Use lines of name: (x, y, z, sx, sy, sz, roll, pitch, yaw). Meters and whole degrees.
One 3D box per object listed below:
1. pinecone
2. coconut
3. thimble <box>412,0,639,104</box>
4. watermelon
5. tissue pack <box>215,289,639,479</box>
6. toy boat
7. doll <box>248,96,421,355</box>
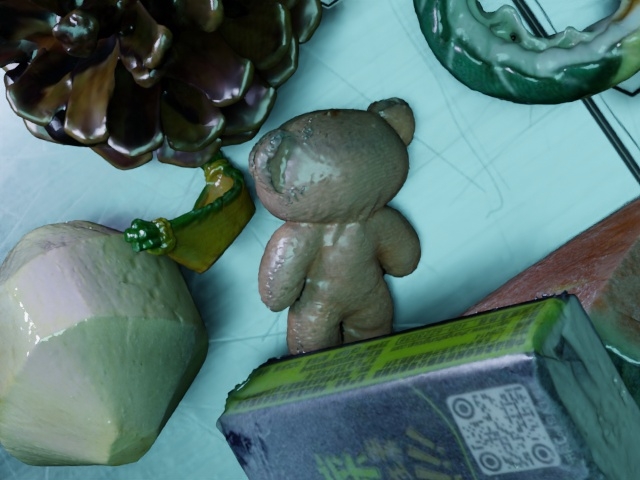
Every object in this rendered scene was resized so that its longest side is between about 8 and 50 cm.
pinecone: (-0.195, -0.232, 1.446, 0.384, 0.384, 0.385, 1, 95, 6)
coconut: (-0.233, 0.116, 1.531, 0.259, 0.259, 0.259, 1, 95, 6)
thimble: (0.232, -0.259, 1.496, 0.288, 0.167, 0.254, 5, 98, 6)
watermelon: (0.249, 0.087, 1.523, 0.250, 0.283, 0.293, 1, 69, -9)
tissue pack: (0.124, 0.222, 1.455, 0.394, 0.124, 0.288, -18, 111, 40)
toy boat: (-0.125, -0.027, 1.534, 0.088, 0.229, 0.089, 45, 117, -8)
doll: (0.000, 0.000, 1.578, 0.201, 0.156, 0.303, -14, 118, -33)
